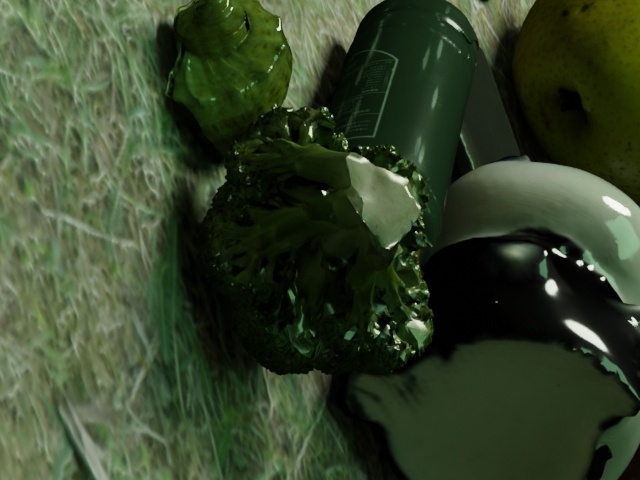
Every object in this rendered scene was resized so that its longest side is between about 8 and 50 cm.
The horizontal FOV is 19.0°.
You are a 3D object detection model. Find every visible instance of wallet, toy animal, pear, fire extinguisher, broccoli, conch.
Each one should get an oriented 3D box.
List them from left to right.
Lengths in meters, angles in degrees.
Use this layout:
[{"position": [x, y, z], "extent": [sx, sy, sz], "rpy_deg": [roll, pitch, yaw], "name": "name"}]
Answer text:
[{"position": [-0.057, -0.096, 1.140], "extent": [0.089, 0.074, 0.121], "rpy_deg": [-39, 135, -33], "name": "conch"}, {"position": [0.000, 0.000, 1.103], "extent": [0.146, 0.138, 0.162], "rpy_deg": [0, 67, -32], "name": "broccoli"}, {"position": [0.043, -0.048, 1.287], "extent": [0.311, 0.095, 0.114], "rpy_deg": [-72, 171, -55], "name": "fire extinguisher"}, {"position": [0.124, -0.075, 1.562], "extent": [0.245, 0.052, 0.169], "rpy_deg": [-28, 101, -72], "name": "wallet"}, {"position": [0.146, 0.067, 1.304], "extent": [0.212, 0.212, 0.267], "rpy_deg": [66, 28, -21], "name": "toy animal"}, {"position": [0.320, -0.155, 1.778], "extent": [0.294, 0.294, 0.294], "rpy_deg": [47, 35, -49], "name": "pear"}]

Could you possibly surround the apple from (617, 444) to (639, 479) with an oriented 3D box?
[{"position": [0.266, 0.156, 1.500], "extent": [0.306, 0.235, 0.306], "rpy_deg": [-17, 90, -71], "name": "apple"}]
